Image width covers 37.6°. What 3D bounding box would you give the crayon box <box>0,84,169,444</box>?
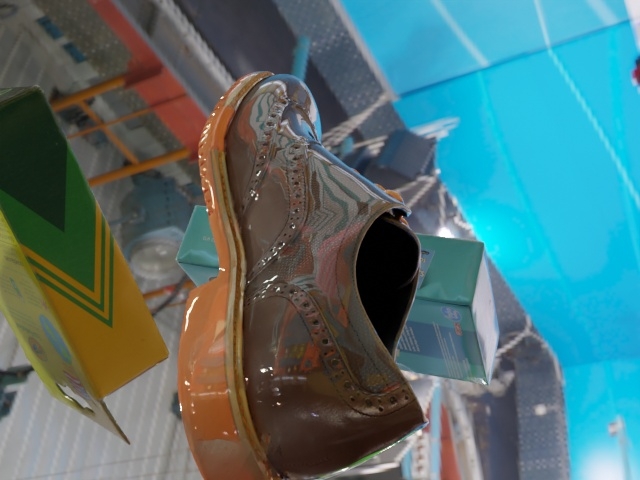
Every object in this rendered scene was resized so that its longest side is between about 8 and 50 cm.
[{"bbox_3d":[-0.255,0.019,0.866,0.081,0.202,0.318,-33,-65,-29],"label":"crayon box"}]

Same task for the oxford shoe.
[{"bbox_3d":[0.000,0.000,0.607,0.363,0.133,0.130,-93,-18,-47],"label":"oxford shoe"}]

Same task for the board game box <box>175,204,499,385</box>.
[{"bbox_3d":[0.033,0.068,1.117,0.254,0.336,0.079,65,-143,-59],"label":"board game box"}]
